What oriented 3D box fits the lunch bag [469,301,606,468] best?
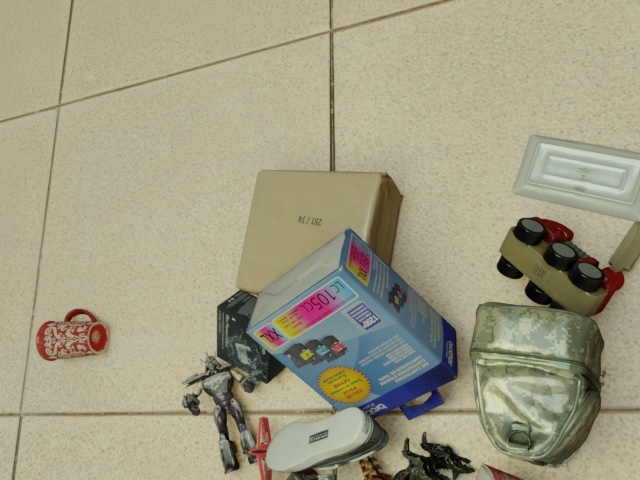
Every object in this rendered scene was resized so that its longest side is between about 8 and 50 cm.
[{"bbox_3d":[0.391,0.271,1.125,0.212,0.305,0.256,5,74,28],"label":"lunch bag"}]

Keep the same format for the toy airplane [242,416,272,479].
[{"bbox_3d":[-0.105,0.471,1.411,0.028,0.151,0.151,-35,55,57],"label":"toy airplane"}]

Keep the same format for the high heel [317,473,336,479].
[{"bbox_3d":[-0.079,0.580,1.243,0.261,0.093,0.186,-14,62,10],"label":"high heel"}]

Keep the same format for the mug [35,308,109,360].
[{"bbox_3d":[-0.687,0.258,1.748,0.169,0.113,0.150,-6,75,20],"label":"mug"}]

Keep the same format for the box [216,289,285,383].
[{"bbox_3d":[-0.157,0.224,1.468,0.158,0.093,0.156,22,124,26],"label":"box"}]

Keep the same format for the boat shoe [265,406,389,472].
[{"bbox_3d":[0.010,0.428,1.300,0.301,0.102,0.108,-32,33,34],"label":"boat shoe"}]

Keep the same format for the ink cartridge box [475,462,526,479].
[{"bbox_3d":[0.392,0.548,1.090,0.282,0.117,0.207,20,84,6],"label":"ink cartridge box"}]

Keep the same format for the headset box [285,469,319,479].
[{"bbox_3d":[-0.020,0.646,1.317,0.293,0.110,0.218,36,91,29],"label":"headset box"}]

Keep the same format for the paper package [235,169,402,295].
[{"bbox_3d":[0.000,0.000,1.461,0.324,0.168,0.310,5,78,26],"label":"paper package"}]

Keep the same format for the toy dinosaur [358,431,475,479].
[{"bbox_3d":[0.178,0.514,1.248,0.322,0.164,0.218,34,107,10],"label":"toy dinosaur"}]

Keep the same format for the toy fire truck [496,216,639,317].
[{"bbox_3d":[0.515,0.026,1.236,0.217,0.246,0.159,48,135,38],"label":"toy fire truck"}]

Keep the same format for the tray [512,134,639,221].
[{"bbox_3d":[0.554,-0.139,1.315,0.270,0.030,0.145,17,84,28],"label":"tray"}]

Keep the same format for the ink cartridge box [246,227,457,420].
[{"bbox_3d":[0.089,0.202,1.260,0.270,0.395,0.151,-36,22,30],"label":"ink cartridge box"}]

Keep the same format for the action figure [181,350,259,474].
[{"bbox_3d":[-0.222,0.396,1.486,0.185,0.099,0.285,-22,75,-1],"label":"action figure"}]
